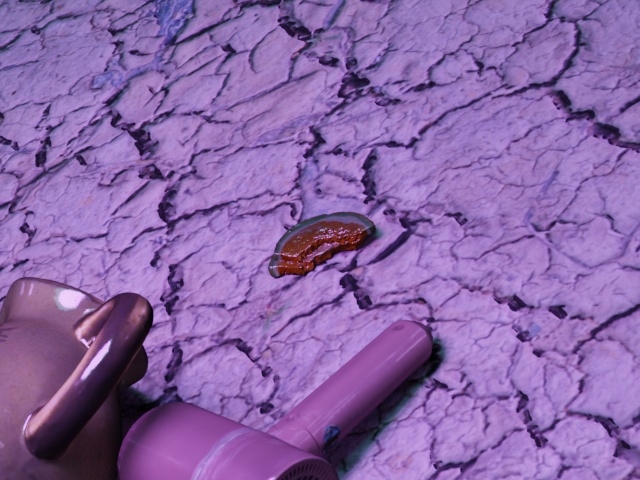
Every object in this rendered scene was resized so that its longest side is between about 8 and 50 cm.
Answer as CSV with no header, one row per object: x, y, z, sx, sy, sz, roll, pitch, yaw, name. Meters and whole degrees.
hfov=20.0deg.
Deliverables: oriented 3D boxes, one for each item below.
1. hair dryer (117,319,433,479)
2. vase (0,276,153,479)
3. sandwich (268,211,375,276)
-0.018,0.184,1.864,0.210,0.125,0.352,17,45,43,hair dryer
-0.280,0.158,1.887,0.329,0.241,0.302,-35,17,42,vase
-0.002,0.000,2.117,0.135,0.029,0.067,-24,37,3,sandwich
